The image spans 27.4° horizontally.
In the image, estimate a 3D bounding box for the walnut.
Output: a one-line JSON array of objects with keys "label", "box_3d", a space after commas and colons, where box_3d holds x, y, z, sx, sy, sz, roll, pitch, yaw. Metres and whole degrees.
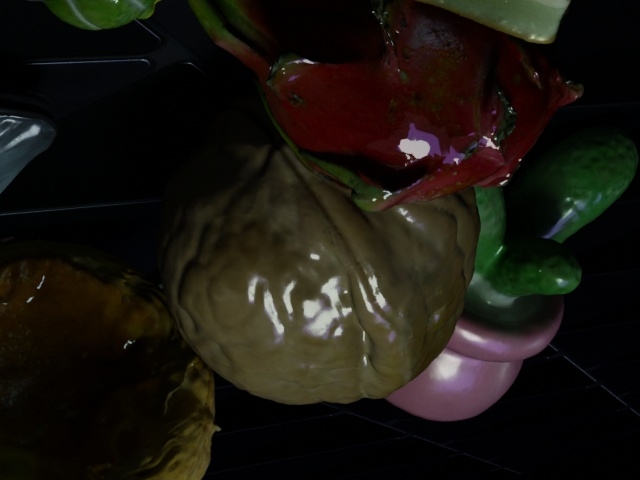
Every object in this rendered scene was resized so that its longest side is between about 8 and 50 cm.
[{"label": "walnut", "box_3d": [-0.001, -0.002, 1.128, 0.277, 0.252, 0.313, -9, 148, 8]}]

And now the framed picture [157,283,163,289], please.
[{"label": "framed picture", "box_3d": [-0.212, 0.091, 1.527, 0.149, 0.011, 0.109, -25, 158, 20]}]

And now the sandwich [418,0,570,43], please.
[{"label": "sandwich", "box_3d": [0.095, -0.255, 0.790, 0.186, 0.220, 0.108, 21, 159, 3]}]

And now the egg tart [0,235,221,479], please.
[{"label": "egg tart", "box_3d": [-0.270, 0.158, 1.200, 0.352, 0.352, 0.150, -9, 151, -19]}]

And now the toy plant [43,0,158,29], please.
[{"label": "toy plant", "box_3d": [-0.150, -0.181, 0.794, 0.092, 0.093, 0.162, -24, 158, 18]}]

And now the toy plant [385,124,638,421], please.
[{"label": "toy plant", "box_3d": [0.154, 0.030, 1.405, 0.317, 0.211, 0.356, -2, 142, -30]}]

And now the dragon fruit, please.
[{"label": "dragon fruit", "box_3d": [0.045, -0.142, 0.909, 0.200, 0.269, 0.198, -40, -173, -16]}]

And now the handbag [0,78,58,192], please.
[{"label": "handbag", "box_3d": [-0.345, -0.043, 1.024, 0.191, 0.075, 0.332, 5, 153, -38]}]
